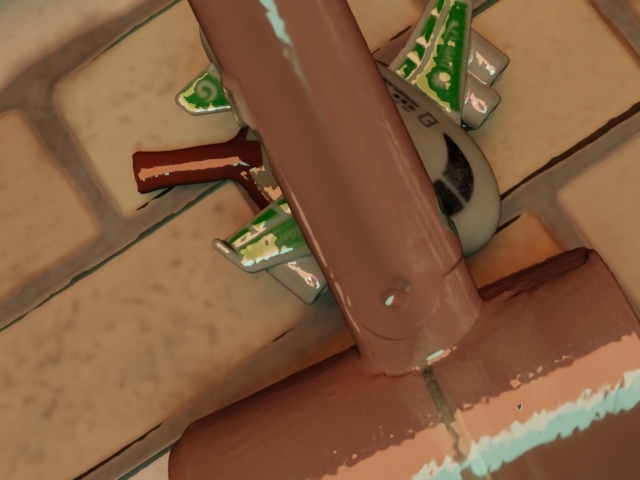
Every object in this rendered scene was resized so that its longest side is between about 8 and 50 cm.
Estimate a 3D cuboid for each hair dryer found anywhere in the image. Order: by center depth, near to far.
[{"bbox_3d":[0.000,0.000,0.670,0.210,0.125,0.352,-25,105,3],"label":"hair dryer"}]

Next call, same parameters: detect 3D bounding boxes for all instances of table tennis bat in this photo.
[{"bbox_3d":[-0.018,-0.044,0.804,0.154,0.019,0.098,-7,76,4],"label":"table tennis bat"}]

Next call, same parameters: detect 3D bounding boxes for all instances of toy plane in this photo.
[{"bbox_3d":[0.013,-0.054,0.753,0.174,0.080,0.174,1,82,-5],"label":"toy plane"}]
